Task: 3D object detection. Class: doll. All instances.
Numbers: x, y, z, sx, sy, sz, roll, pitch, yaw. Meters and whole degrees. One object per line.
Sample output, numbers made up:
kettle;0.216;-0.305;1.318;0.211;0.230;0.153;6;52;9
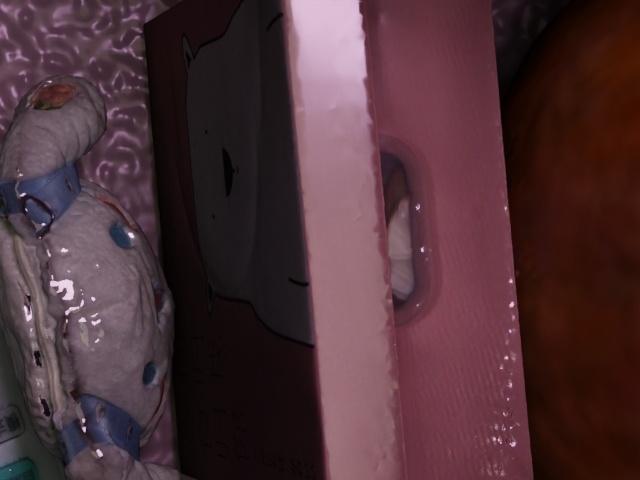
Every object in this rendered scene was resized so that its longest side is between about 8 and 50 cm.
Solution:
doll;-0.102;0.034;0.797;0.071;0.103;0.214;-11;86;13

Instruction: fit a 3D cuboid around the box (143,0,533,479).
box;0.000;0.000;0.759;0.086;0.215;0.215;-5;90;-18

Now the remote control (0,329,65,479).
remote control;-0.175;0.067;0.804;0.103;0.051;0.293;-21;90;-43

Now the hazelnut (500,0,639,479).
hazelnut;0.250;0.044;0.743;0.359;0.359;0.409;-25;102;-7
